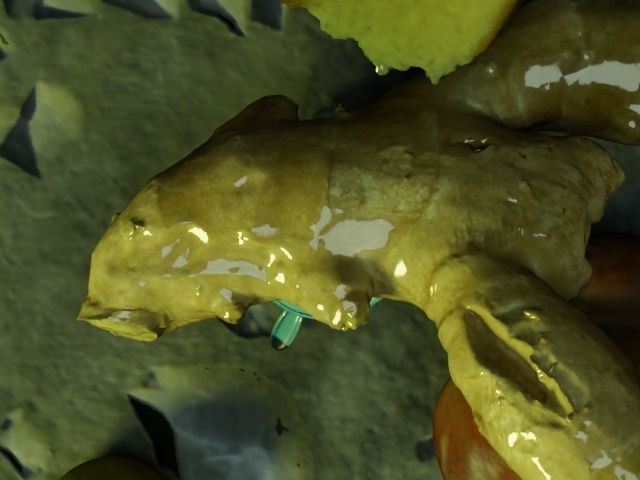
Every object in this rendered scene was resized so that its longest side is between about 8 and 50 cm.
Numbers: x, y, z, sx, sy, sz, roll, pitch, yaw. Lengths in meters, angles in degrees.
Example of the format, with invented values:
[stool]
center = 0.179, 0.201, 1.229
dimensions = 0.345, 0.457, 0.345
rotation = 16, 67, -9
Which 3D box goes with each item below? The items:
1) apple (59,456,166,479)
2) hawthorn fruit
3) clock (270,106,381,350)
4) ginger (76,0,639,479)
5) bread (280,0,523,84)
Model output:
[apple]
center = -0.129, 0.179, 1.168
dimensions = 0.089, 0.074, 0.089
rotation = -4, 99, -25
[hawthorn fruit]
center = 0.191, 0.119, 1.125
dimensions = 0.251, 0.199, 0.199
rotation = 40, 98, -23
[clock]
center = 0.000, 0.000, 1.145
dimensions = 0.108, 0.045, 0.147
rotation = 39, 99, -12
[ginger]
center = 0.070, -0.039, 1.052
dimensions = 0.348, 0.122, 0.363
rotation = 17, 63, 13
[bread]
center = 0.076, -0.296, 1.011
dimensions = 0.233, 0.245, 0.362
rotation = 29, 115, -13
